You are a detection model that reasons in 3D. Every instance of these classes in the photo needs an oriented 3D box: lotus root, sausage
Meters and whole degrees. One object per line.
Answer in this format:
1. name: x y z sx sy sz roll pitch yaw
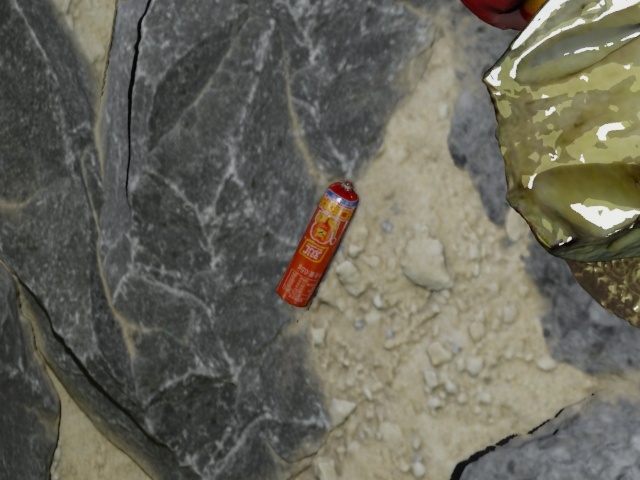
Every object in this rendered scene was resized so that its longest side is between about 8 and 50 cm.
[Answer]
1. lotus root: 0.283 -0.109 0.986 0.314 0.142 0.210 -13 78 23
2. sausage: 0.000 0.000 1.286 0.034 0.034 0.129 40 116 27

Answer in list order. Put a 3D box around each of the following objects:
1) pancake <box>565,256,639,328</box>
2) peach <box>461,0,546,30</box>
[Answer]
1. pancake: 0.263 -0.028 1.097 0.199 0.021 0.199 4 97 37
2. peach: 0.190 -0.246 1.033 0.226 0.196 0.190 14 141 31
